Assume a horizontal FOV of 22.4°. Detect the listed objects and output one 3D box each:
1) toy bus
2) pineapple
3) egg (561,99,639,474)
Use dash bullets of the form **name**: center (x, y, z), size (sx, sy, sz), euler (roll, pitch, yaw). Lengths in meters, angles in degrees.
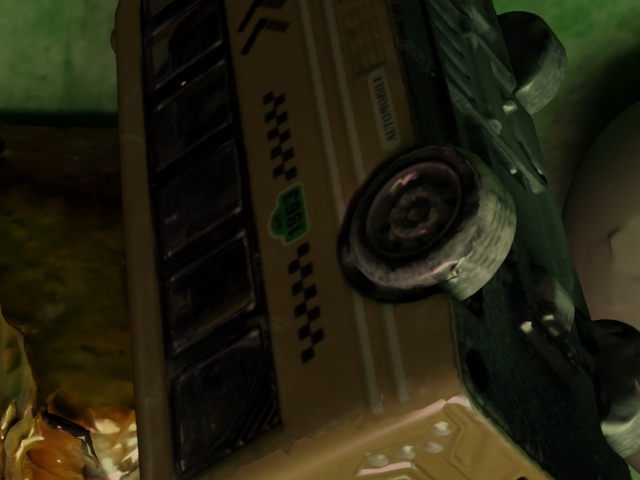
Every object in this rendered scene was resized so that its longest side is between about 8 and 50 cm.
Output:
- **toy bus**: center (0.010, -0.010, 0.580), size (0.157, 0.290, 0.139), euler (-28, 137, 20)
- **pineapple**: center (-0.112, 0.045, 0.675), size (0.114, 0.186, 0.236), euler (3, 172, -28)
- **egg**: center (0.200, 0.030, 0.759), size (0.176, 0.176, 0.232), euler (-27, 124, 3)
